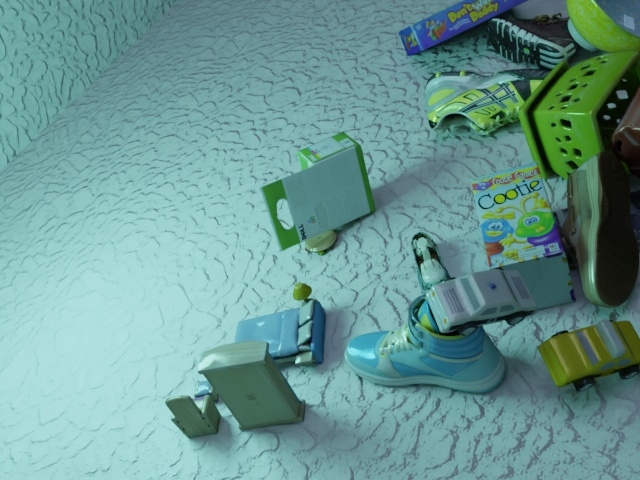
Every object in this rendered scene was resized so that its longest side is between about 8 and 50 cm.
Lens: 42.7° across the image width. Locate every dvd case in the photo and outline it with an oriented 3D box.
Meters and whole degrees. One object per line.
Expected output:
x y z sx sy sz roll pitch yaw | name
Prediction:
0.595 -0.029 1.651 0.221 0.018 0.164 -16 40 13 | dvd case

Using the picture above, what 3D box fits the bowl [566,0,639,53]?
0.717 -0.567 2.055 0.156 0.289 0.289 -46 14 51 | bowl

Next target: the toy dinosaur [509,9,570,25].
0.609 -0.606 2.281 0.212 0.064 0.112 10 27 29 | toy dinosaur

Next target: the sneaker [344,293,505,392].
0.168 0.170 1.509 0.319 0.208 0.127 -1 46 28 | sneaker

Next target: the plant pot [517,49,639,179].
0.569 -0.259 1.769 0.207 0.227 0.228 14 53 46 | plant pot

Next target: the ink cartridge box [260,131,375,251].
-0.018 -0.116 1.921 0.255 0.188 0.097 -24 34 -13 | ink cartridge box

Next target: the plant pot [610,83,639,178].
0.732 -0.253 1.618 0.272 0.272 0.265 25 75 45 | plant pot

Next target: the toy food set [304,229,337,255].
0.000 0.000 1.947 0.082 0.020 0.083 -43 42 -20 | toy food set

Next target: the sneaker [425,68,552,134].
0.446 -0.331 2.015 0.385 0.145 0.147 2 77 27 | sneaker

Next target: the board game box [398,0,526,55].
0.410 -0.641 2.324 0.347 0.078 0.233 -26 10 0 | board game box

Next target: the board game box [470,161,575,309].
0.400 -0.007 1.632 0.142 0.144 0.275 -15 41 13 | board game box

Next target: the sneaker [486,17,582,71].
0.589 -0.546 2.193 0.162 0.106 0.281 -31 46 -18 | sneaker

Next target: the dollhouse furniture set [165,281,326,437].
-0.161 0.203 1.664 0.286 0.198 0.303 -12 40 17 | dollhouse furniture set

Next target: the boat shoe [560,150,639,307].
0.530 -0.011 1.578 0.110 0.122 0.341 -32 35 47 | boat shoe

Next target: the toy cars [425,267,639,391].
0.376 0.134 1.377 0.394 0.087 0.176 25 54 5 | toy cars

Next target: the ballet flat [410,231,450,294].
0.228 0.050 1.728 0.070 0.070 0.188 -22 39 5 | ballet flat
